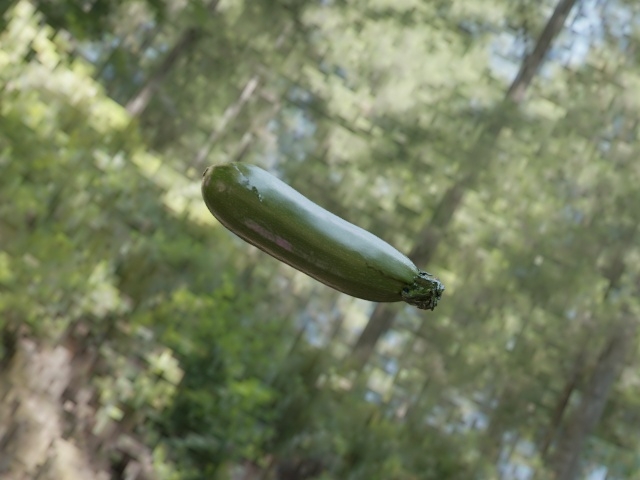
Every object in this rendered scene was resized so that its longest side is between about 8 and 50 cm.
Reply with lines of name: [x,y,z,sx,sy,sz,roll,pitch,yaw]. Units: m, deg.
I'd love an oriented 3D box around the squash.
squash: [0.000,0.000,1.311,0.183,0.052,0.052,27,-35,-7]
